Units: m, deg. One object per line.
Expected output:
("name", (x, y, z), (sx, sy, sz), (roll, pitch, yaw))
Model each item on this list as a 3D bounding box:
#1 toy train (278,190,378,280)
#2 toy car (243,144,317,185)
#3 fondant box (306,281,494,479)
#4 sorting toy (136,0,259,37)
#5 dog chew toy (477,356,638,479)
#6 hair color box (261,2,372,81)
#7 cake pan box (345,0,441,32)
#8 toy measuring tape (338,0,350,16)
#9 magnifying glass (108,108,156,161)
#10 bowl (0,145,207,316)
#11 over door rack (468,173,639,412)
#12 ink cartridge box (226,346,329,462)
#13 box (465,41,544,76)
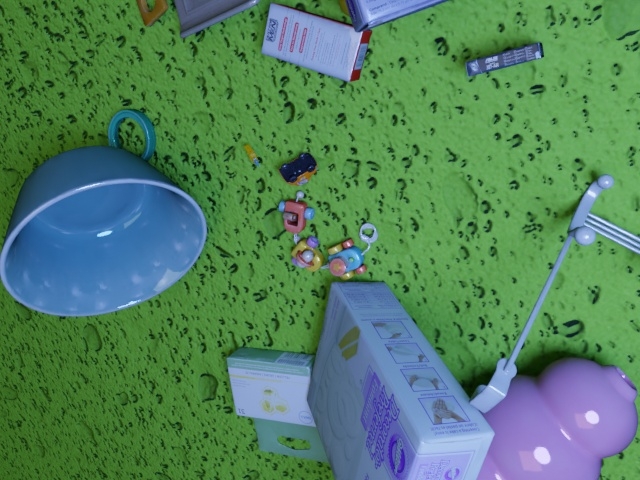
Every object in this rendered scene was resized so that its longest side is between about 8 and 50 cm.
("toy train", (0.000, 0.000, 0.846), (0.166, 0.046, 0.125), (19, 116, 18))
("toy car", (-0.058, -0.124, 0.846), (0.122, 0.060, 0.040), (37, 165, 28))
("fondant box", (0.081, 0.238, 0.744), (0.096, 0.330, 0.238), (2, 115, -19))
("sorting toy", (-0.154, -0.404, 0.757), (0.348, 0.047, 0.195), (-1, 102, 41))
("dog chew toy", (0.277, 0.282, 0.741), (0.206, 0.206, 0.332), (45, 113, 4))
("hair color box", (-0.007, -0.276, 0.749), (0.141, 0.043, 0.072), (23, 117, 15))
("cake pan box", (0.124, -0.385, 0.564), (0.267, 0.070, 0.245), (-22, 105, -1))
("toy measuring tape", (0.016, -0.437, 0.633), (0.121, 0.121, 0.330), (-6, 106, 27))
("magnifying glass", (-0.358, -0.129, 0.980), (0.092, 0.026, 0.231), (31, 119, 12))
("bowl", (-0.364, -0.032, 0.888), (0.311, 0.312, 0.163), (-54, 53, 30))
("over door rack", (0.352, 0.099, 0.582), (0.240, 0.324, 0.108), (31, 162, 13))
("ink cartridge box", (-0.072, 0.317, 0.994), (0.171, 0.056, 0.235), (0, 107, 25))
("box", (0.223, -0.218, 0.649), (0.083, 0.067, 0.018), (-7, 105, 28))
